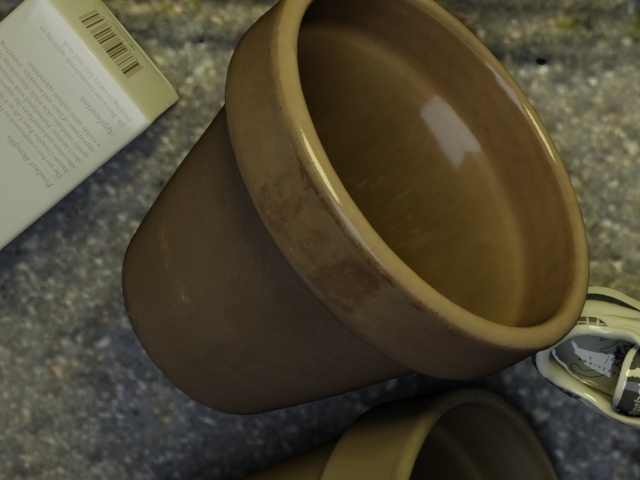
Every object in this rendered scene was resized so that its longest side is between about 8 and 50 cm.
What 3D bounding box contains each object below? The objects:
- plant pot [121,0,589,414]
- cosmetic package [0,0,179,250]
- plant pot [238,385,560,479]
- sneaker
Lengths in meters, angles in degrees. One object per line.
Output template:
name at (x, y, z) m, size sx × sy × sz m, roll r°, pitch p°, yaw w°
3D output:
plant pot at (0.000, 0.000, 0.952) m, size 0.229 × 0.263 × 0.263 m, roll -36°, pitch 98°, yaw 33°
cosmetic package at (-0.222, -0.063, 1.038) m, size 0.231 × 0.085 × 0.117 m, roll -36°, pitch 97°, yaw 18°
plant pot at (-0.002, 0.272, 1.006) m, size 0.280 × 0.323 × 0.323 m, roll -10°, pitch 104°, yaw 28°
sneaker at (0.243, 0.101, 0.945) m, size 0.235 × 0.095 × 0.090 m, roll 17°, pitch 100°, yaw 16°
